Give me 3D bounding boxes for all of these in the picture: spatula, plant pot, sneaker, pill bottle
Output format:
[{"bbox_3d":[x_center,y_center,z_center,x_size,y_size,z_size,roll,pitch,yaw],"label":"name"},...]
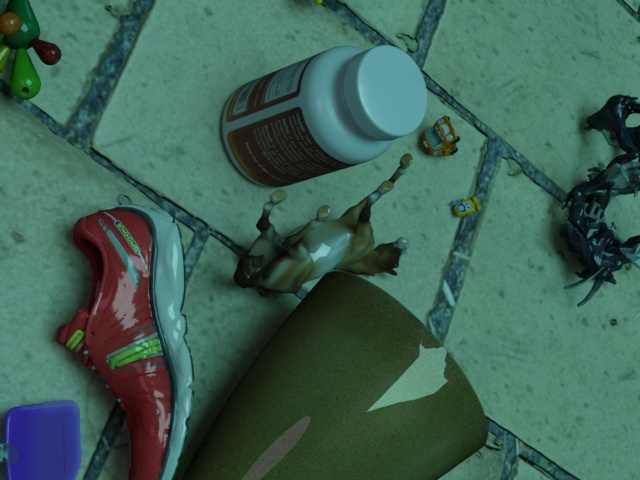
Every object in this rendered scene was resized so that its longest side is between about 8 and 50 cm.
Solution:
[{"bbox_3d":[-0.333,0.190,1.198,0.296,0.030,0.084,0,84,-39],"label":"spatula"},{"bbox_3d":[-0.006,0.200,1.359,0.254,0.237,0.237,-41,108,-20],"label":"plant pot"},{"bbox_3d":[-0.190,0.105,1.306,0.118,0.107,0.279,-2,79,-21],"label":"sneaker"},{"bbox_3d":[0.005,-0.130,1.411,0.121,0.216,0.121,8,77,-38],"label":"pill bottle"}]

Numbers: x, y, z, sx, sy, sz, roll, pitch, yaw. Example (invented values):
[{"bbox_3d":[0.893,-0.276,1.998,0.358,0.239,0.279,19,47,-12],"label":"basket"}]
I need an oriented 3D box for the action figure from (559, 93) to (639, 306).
[{"bbox_3d":[0.390,-0.050,1.759,0.164,0.141,0.275,39,58,-40],"label":"action figure"}]

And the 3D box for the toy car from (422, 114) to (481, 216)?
[{"bbox_3d":[0.155,-0.085,1.631,0.041,0.060,0.122,-22,89,-8],"label":"toy car"}]

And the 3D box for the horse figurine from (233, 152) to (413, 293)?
[{"bbox_3d":[0.000,0.000,1.443,0.263,0.174,0.066,-20,62,-35],"label":"horse figurine"}]

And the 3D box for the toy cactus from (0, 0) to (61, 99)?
[{"bbox_3d":[-0.303,-0.245,1.272,0.219,0.112,0.180,51,45,-10],"label":"toy cactus"}]

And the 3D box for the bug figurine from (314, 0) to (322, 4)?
[{"bbox_3d":[-0.041,-0.397,1.519,0.279,0.072,0.216,39,53,-21],"label":"bug figurine"}]
